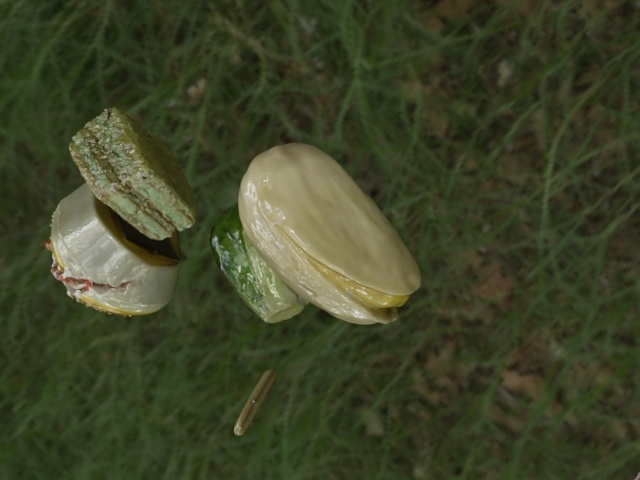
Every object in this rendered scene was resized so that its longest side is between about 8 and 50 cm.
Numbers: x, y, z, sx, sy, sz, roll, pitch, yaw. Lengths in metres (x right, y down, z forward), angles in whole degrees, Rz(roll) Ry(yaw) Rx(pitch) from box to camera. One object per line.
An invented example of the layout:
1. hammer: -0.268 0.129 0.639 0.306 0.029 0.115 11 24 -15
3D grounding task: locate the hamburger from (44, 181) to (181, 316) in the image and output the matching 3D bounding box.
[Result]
1. hamburger: -0.346 0.015 2.237 0.227 0.151 0.295 29 -164 -20

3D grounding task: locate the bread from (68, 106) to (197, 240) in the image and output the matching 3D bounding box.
1. bread: -0.261 -0.089 1.864 0.138 0.102 0.196 37 -168 -44

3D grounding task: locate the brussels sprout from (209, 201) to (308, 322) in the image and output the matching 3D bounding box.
1. brussels sprout: -0.086 0.023 1.921 0.145 0.131 0.183 83 159 -46

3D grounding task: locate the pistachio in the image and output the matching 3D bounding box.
1. pistachio: 0.000 0.000 1.248 0.117 0.145 0.200 -44 76 28

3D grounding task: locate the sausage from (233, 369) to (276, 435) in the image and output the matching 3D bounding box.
1. sausage: -0.114 0.280 2.298 0.024 0.132 0.024 22 149 14

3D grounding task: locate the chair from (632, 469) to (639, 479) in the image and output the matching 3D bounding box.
1. chair: 0.408 0.344 1.511 0.176 0.183 0.326 33 127 12
